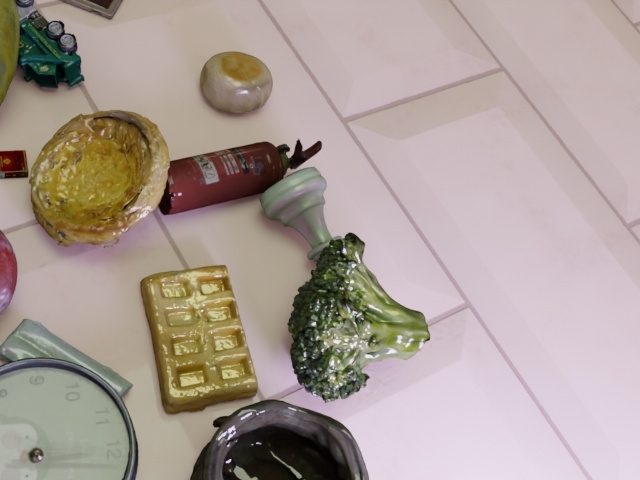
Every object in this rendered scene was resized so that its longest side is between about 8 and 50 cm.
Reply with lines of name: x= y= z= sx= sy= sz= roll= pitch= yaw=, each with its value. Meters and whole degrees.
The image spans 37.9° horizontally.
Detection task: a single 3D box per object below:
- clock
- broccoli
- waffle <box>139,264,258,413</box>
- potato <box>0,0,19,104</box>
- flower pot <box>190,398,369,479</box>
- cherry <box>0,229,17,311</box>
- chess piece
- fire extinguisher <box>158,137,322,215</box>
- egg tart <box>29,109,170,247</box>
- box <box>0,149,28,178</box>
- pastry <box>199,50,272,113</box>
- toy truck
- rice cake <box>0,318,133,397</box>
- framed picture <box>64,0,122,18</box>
clock: x=-0.445 y=0.339 z=1.465 sx=0.318 sy=0.066 sz=0.319 roll=5 pitch=64 yaw=-11
broccoli: x=0.064 y=0.148 z=1.695 sx=0.245 sy=0.248 sz=0.288 roll=20 pitch=98 yaw=-14
waffle: x=-0.221 y=0.168 z=1.679 sx=0.168 sy=0.057 sz=0.274 roll=-6 pitch=61 yaw=-21
potato: x=-0.671 y=-0.373 z=1.755 sx=0.215 sy=0.216 sz=0.304 roll=-6 pitch=93 yaw=-22
flower pot: x=-0.066 y=0.393 z=1.495 sx=0.301 sy=0.213 sz=0.302 roll=8 pitch=58 yaw=-13
cherry: x=-0.640 y=0.031 z=1.530 sx=0.285 sy=0.213 sz=0.236 roll=26 pitch=62 yaw=-13
chess piece: x=0.000 y=0.000 z=1.834 sx=0.139 sy=0.139 sz=0.272 roll=-25 pitch=80 yaw=-30
fire extinguisher: x=-0.157 y=-0.142 z=1.843 sx=0.337 sy=0.147 sz=0.106 roll=-16 pitch=79 yaw=-26
egg tart: x=-0.405 y=-0.105 z=1.744 sx=0.290 sy=0.107 sz=0.291 roll=-3 pitch=69 yaw=8
box: x=-0.599 y=-0.144 z=1.768 sx=0.082 sy=0.023 sz=0.051 roll=-4 pitch=62 yaw=-21
pastry: x=-0.180 y=-0.344 z=1.999 sx=0.156 sy=0.092 sz=0.156 roll=12 pitch=48 yaw=-14
toy truck: x=-0.580 y=-0.397 z=1.887 sx=0.116 sy=0.110 sz=0.216 roll=-40 pitch=78 yaw=-22
rice cake: x=-0.435 y=0.218 z=1.584 sx=0.226 sy=0.040 sz=0.085 roll=31 pitch=55 yaw=1
framed picture: x=-0.565 y=-0.617 z=2.083 sx=0.289 sy=0.020 sz=0.211 roll=22 pitch=55 yaw=-6
